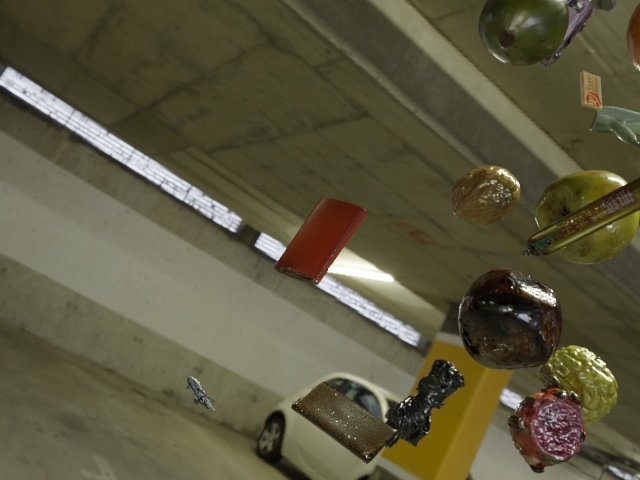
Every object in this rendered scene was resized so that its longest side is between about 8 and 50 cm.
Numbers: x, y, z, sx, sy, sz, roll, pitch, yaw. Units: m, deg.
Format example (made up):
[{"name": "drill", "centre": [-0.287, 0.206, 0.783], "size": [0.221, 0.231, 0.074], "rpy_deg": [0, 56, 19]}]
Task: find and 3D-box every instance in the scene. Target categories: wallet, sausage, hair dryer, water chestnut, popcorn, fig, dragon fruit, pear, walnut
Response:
[{"name": "wallet", "centre": [0.000, 0.000, 1.455], "size": [0.142, 0.204, 0.045], "rpy_deg": [15, -26, 44]}, {"name": "sausage", "centre": [0.662, -0.056, 1.606], "size": [0.082, 0.371, 0.082], "rpy_deg": [47, 24, -29]}, {"name": "hair dryer", "centre": [0.825, -0.281, 1.701], "size": [0.206, 0.075, 0.237], "rpy_deg": [9, 29, 10]}, {"name": "wallet", "centre": [0.058, 0.451, 1.639], "size": [0.243, 0.133, 0.039], "rpy_deg": [28, -51, 30]}, {"name": "water chestnut", "centre": [0.406, 0.166, 1.412], "size": [0.224, 0.223, 0.238], "rpy_deg": [30, 25, -7]}, {"name": "popcorn", "centre": [0.793, 0.452, 2.069], "size": [0.251, 0.237, 0.206], "rpy_deg": [19, 15, -10]}, {"name": "fig", "centre": [0.451, -0.484, 1.495], "size": [0.203, 0.225, 0.203], "rpy_deg": [23, -43, 23]}, {"name": "dragon fruit", "centre": [0.643, 0.519, 1.860], "size": [0.211, 0.282, 0.147], "rpy_deg": [15, -12, 7]}, {"name": "pear", "centre": [0.838, -0.069, 2.036], "size": [0.304, 0.304, 0.304], "rpy_deg": [27, -12, 6]}, {"name": "walnut", "centre": [0.281, -0.077, 1.128], "size": [0.105, 0.124, 0.105], "rpy_deg": [52, -14, 20]}]

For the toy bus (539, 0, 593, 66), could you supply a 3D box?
[{"name": "toy bus", "centre": [0.681, -0.601, 1.868], "size": [0.096, 0.199, 0.108], "rpy_deg": [40, 2, 12]}]

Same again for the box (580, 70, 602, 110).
[{"name": "box", "centre": [0.684, -0.378, 1.659], "size": [0.058, 0.093, 0.015], "rpy_deg": [12, -19, -22]}]

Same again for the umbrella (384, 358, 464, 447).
[{"name": "umbrella", "centre": [0.260, 0.429, 1.696], "size": [0.110, 0.272, 0.122], "rpy_deg": [31, -25, 38]}]

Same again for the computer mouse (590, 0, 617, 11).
[{"name": "computer mouse", "centre": [0.651, -0.571, 1.514], "size": [0.066, 0.039, 0.096], "rpy_deg": [30, -29, 37]}]

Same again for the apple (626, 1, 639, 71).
[{"name": "apple", "centre": [0.959, -0.553, 1.730], "size": [0.286, 0.286, 0.233], "rpy_deg": [18, -48, 40]}]

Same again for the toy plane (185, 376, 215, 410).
[{"name": "toy plane", "centre": [-0.243, 0.309, 1.318], "size": [0.078, 0.031, 0.083], "rpy_deg": [-15, -64, 51]}]
